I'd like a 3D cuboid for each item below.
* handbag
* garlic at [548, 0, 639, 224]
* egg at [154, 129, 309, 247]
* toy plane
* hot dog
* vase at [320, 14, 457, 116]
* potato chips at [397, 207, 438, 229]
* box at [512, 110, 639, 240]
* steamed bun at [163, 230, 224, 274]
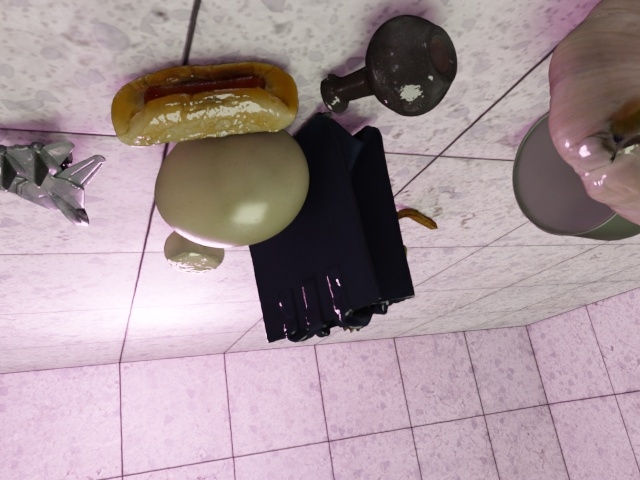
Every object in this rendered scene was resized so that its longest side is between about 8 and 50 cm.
[{"bbox_3d":[0.000,0.000,0.887,0.121,0.330,0.303,2,158,-37],"label":"handbag"},{"bbox_3d":[0.430,-0.174,0.658,0.321,0.322,0.241,3,-176,-30],"label":"garlic"},{"bbox_3d":[-0.136,-0.082,0.800,0.253,0.189,0.188,-12,162,31],"label":"egg"},{"bbox_3d":[-0.410,-0.086,0.837,0.212,0.088,0.267,-6,168,-5],"label":"toy plane"},{"bbox_3d":[-0.148,-0.180,0.684,0.242,0.084,0.073,-7,157,-5],"label":"hot dog"},{"bbox_3d":[0.078,-0.210,0.684,0.120,0.120,0.182,11,170,-44],"label":"vase"},{"bbox_3d":[0.230,-0.051,1.285,0.026,0.037,0.204,-11,168,35],"label":"potato chips"},{"bbox_3d":[0.471,-0.114,0.926,0.149,0.226,0.226,5,156,-34],"label":"box"},{"bbox_3d":[-0.274,0.015,1.149,0.112,0.091,0.130,-24,153,24],"label":"steamed bun"}]
